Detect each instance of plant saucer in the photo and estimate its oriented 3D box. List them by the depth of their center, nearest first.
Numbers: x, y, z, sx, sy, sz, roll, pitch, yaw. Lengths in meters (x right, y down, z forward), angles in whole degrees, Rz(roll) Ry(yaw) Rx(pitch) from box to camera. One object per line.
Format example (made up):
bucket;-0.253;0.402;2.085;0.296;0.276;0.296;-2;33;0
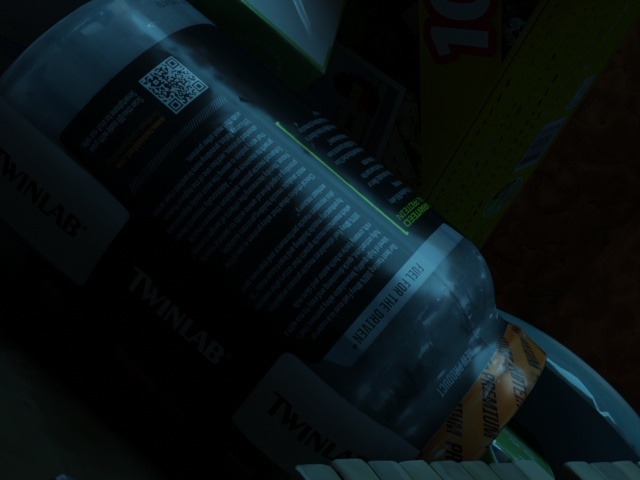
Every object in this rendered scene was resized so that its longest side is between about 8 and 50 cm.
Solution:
plant saucer;0.167;0.159;0.895;0.317;0.043;0.318;39;-24;21

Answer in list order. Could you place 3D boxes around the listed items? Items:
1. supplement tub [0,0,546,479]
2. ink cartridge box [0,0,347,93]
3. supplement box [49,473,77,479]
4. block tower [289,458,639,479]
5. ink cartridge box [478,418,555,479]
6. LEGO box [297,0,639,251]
supplement tub;-0.039;0.019;0.644;0.316;0.193;0.193;40;6;7
ink cartridge box;-0.174;-0.141;0.819;0.207;0.353;0.119;37;47;-27
supplement box;-0.015;0.158;0.304;0.188;0.081;0.104;37;7;-30
block tower;0.119;0.160;0.503;0.335;0.097;0.091;6;25;-35
ink cartridge box;0.097;0.176;0.736;0.062;0.109;0.209;39;6;0
LEGO box;0.026;-0.197;0.924;0.193;0.500;0.372;-24;62;-43
